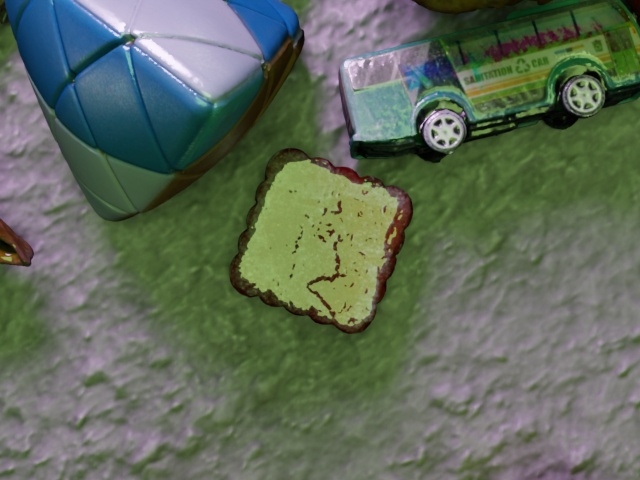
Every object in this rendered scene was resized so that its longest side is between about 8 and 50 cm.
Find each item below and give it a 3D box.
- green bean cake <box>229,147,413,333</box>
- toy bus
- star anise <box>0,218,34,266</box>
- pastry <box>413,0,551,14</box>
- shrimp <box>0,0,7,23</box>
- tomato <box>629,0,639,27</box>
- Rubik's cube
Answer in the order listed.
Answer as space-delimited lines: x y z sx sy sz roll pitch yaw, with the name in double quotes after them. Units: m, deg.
0.000 0.000 0.848 0.135 0.056 0.135 21 91 -1 "green bean cake"
0.146 -0.131 0.836 0.261 0.091 0.109 -14 84 -2 "toy bus"
-0.358 -0.018 0.828 0.214 0.099 0.220 -27 95 13 "star anise"
0.132 -0.297 0.766 0.235 0.132 0.240 -16 88 33 "pastry"
-0.202 -0.222 0.849 0.173 0.058 0.253 43 89 -9 "shrimp"
0.320 -0.246 0.799 0.167 0.167 0.167 0 90 -1 "tomato"
-0.168 -0.129 0.793 0.254 0.254 0.255 0 90 -1 "Rubik's cube"
